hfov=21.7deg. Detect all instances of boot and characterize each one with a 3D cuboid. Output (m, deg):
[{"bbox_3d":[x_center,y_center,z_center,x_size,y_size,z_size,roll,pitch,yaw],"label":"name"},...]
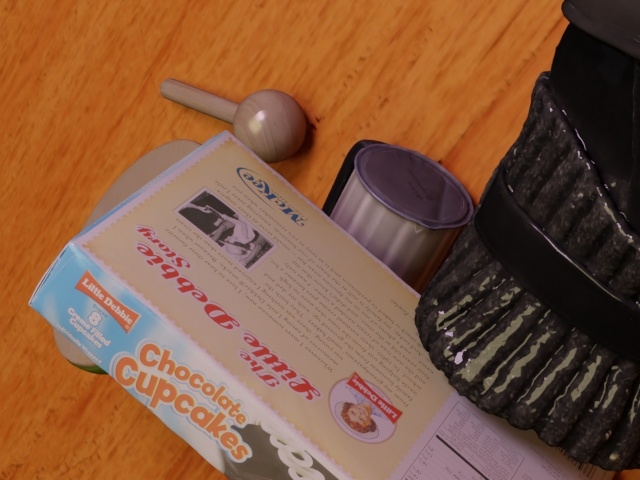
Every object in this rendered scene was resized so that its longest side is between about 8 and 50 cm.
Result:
[{"bbox_3d":[0.216,0.029,0.875,0.348,0.131,0.260,42,119,40],"label":"boot"}]

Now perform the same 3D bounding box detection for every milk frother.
[{"bbox_3d":[0.000,0.000,1.088,0.129,0.143,0.135,55,131,38],"label":"milk frother"}]

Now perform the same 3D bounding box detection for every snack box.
[{"bbox_3d":[0.011,0.086,0.961,0.322,0.187,0.060,41,123,4],"label":"snack box"}]

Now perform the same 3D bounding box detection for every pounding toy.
[{"bbox_3d":[-0.087,0.007,1.231,0.183,0.110,0.237,11,72,56],"label":"pounding toy"}]
